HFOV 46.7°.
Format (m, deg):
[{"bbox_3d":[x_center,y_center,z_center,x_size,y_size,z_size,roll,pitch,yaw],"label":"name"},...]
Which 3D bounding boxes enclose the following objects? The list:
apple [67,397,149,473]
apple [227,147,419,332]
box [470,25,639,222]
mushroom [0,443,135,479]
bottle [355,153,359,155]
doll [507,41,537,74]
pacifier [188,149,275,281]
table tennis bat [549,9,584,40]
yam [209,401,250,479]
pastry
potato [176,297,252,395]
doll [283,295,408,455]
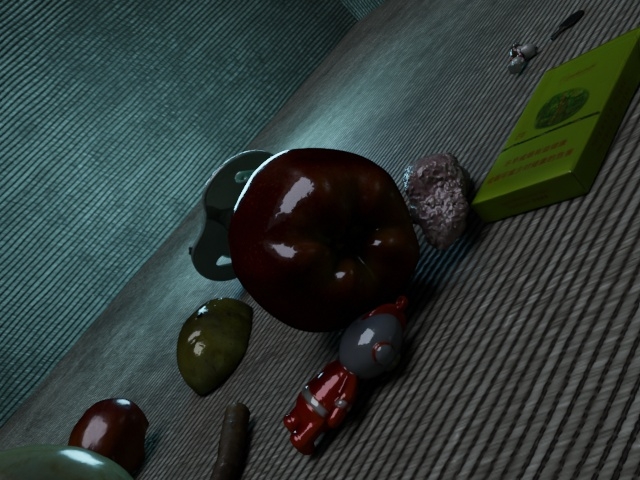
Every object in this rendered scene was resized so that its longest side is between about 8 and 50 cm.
[{"bbox_3d":[-0.413,0.394,1.432,0.155,0.147,0.158,-18,25,12],"label":"apple"},{"bbox_3d":[0.000,0.000,1.133,0.288,0.288,0.317,-48,13,-9],"label":"apple"},{"bbox_3d":[0.363,-0.174,1.103,0.187,0.047,0.335,-21,30,55],"label":"box"},{"bbox_3d":[-0.390,0.451,1.024,0.260,0.352,0.352,88,-153,-48],"label":"mushroom"},{"bbox_3d":[0.014,-0.055,1.529,0.260,0.112,0.112,-45,17,-2],"label":"bottle"},{"bbox_3d":[0.398,-0.365,1.489,0.085,0.040,0.058,-50,28,-19],"label":"doll"},{"bbox_3d":[-0.144,-0.029,1.717,0.288,0.269,0.344,-13,-49,-41],"label":"pacifier"},{"bbox_3d":[0.488,-0.428,1.472,0.083,0.007,0.050,-44,17,-2],"label":"table tennis bat"},{"bbox_3d":[-0.142,0.353,1.055,0.045,0.045,0.327,-9,26,8],"label":"yam"},{"bbox_3d":[0.182,-0.085,1.169,0.102,0.112,0.265,-30,15,15],"label":"pastry"},{"bbox_3d":[-0.235,0.198,1.527,0.160,0.111,0.272,-38,19,16],"label":"potato"},{"bbox_3d":[0.040,0.173,0.999,0.245,0.076,0.142,-49,18,-1],"label":"doll"}]
